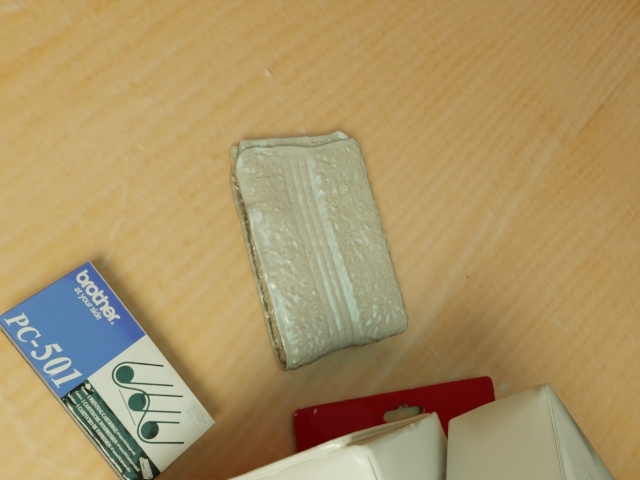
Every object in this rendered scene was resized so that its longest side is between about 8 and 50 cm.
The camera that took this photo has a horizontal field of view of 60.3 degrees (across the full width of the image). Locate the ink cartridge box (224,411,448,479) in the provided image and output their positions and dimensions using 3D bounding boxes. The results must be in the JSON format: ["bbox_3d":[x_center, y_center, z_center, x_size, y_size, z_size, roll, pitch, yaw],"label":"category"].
[{"bbox_3d":[0.018,0.356,0.397,0.160,0.279,0.384,14,51,-59],"label":"ink cartridge box"}]

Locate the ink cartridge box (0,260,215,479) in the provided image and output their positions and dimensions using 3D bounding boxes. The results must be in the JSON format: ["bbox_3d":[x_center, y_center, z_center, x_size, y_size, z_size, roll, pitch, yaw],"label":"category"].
[{"bbox_3d":[-0.207,0.133,0.540,0.097,0.046,0.207,-38,93,-32],"label":"ink cartridge box"}]

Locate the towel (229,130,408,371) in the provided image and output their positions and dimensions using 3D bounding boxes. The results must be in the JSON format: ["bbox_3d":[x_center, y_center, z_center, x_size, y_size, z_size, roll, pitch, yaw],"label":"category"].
[{"bbox_3d":[0.000,0.000,0.685,0.187,0.049,0.282,-11,80,-29],"label":"towel"}]

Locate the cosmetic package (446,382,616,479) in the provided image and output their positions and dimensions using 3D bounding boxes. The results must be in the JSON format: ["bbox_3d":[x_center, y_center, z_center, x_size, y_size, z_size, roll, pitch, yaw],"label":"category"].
[{"bbox_3d":[0.210,0.326,0.339,0.377,0.097,0.284,54,23,-10],"label":"cosmetic package"}]

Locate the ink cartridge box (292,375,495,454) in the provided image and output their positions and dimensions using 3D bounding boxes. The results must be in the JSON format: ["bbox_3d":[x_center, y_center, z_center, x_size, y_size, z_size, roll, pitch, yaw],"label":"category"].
[{"bbox_3d":[0.142,0.302,0.613,0.310,0.130,0.271,-2,76,-27],"label":"ink cartridge box"}]
